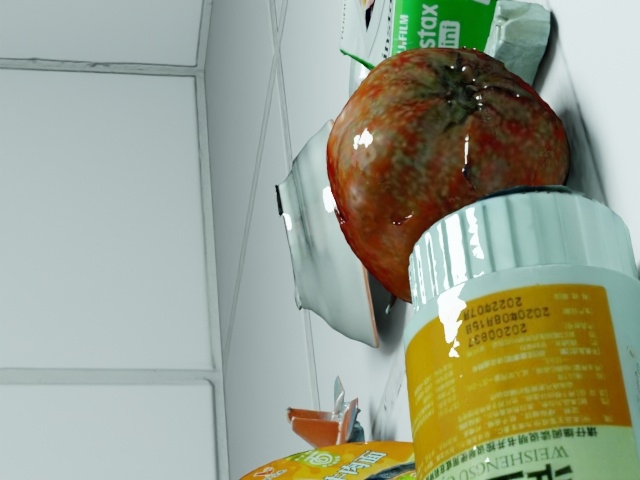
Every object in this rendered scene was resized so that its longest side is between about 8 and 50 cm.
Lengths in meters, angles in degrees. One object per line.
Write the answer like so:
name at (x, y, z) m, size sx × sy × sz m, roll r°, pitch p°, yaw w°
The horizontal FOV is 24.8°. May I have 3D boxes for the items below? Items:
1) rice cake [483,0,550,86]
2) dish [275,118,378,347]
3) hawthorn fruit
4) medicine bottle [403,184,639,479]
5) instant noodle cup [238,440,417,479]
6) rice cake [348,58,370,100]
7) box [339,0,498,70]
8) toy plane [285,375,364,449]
rice cake at (0.135, -0.098, 1.175) m, size 0.245 × 0.045 × 0.042 m, roll 103°, pitch 167°, yaw -51°
dish at (0.000, 0.000, 1.628) m, size 0.260 × 0.085 × 0.260 m, roll -12°, pitch -90°, yaw -90°
hawthorn fruit at (0.085, -0.030, 1.075) m, size 0.235 × 0.181 × 0.181 m, roll 109°, pitch 160°, yaw -48°
medicine bottle at (0.134, 0.139, 0.832) m, size 0.158 × 0.158 × 0.318 m, roll 107°, pitch 162°, yaw -57°
instant noodle cup at (0.038, 0.293, 1.234) m, size 0.230 × 0.230 × 0.182 m, roll -132°, pitch 36°, yaw -76°
rice cake at (0.051, -0.117, 1.582) m, size 0.198 × 0.037 × 0.189 m, roll 89°, pitch 179°, yaw -79°
box at (0.089, -0.234, 1.298) m, size 0.250 × 0.103 × 0.180 m, roll -127°, pitch 38°, yaw -75°
toy plane at (0.020, 0.323, 1.631) m, size 0.223 × 0.104 × 0.326 m, roll -150°, pitch 57°, yaw -80°
